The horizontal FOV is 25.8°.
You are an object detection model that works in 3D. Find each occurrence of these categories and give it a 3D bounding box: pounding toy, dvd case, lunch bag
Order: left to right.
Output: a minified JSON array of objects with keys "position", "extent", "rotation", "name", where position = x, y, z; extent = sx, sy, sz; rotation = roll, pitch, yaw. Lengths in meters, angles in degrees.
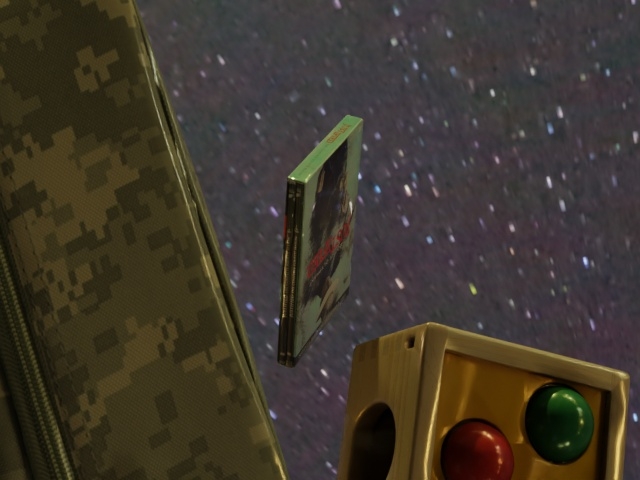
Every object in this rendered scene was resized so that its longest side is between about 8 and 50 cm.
[{"position":[-0.177,0.048,0.596],"extent":[0.256,0.212,0.305],"rotation":[-15,-97,-18],"name":"lunch bag"},{"position":[0.000,0.000,0.782],"extent":[0.013,0.119,0.087],"rotation":[16,-148,17],"name":"dvd case"},{"position":[0.056,0.152,0.705],"extent":[0.181,0.094,0.206],"rotation":[16,-108,-23],"name":"pounding toy"}]
